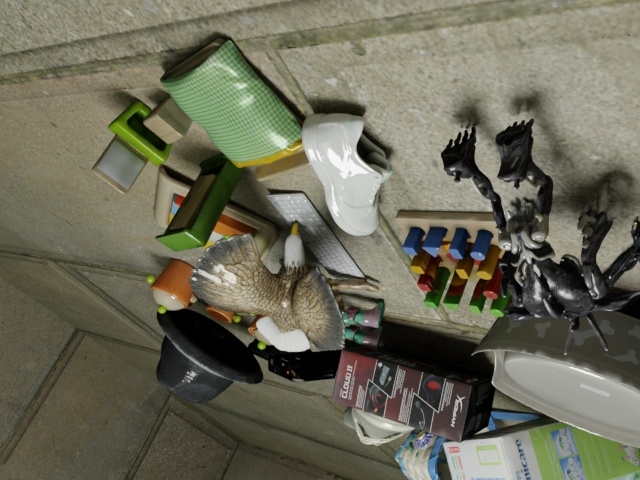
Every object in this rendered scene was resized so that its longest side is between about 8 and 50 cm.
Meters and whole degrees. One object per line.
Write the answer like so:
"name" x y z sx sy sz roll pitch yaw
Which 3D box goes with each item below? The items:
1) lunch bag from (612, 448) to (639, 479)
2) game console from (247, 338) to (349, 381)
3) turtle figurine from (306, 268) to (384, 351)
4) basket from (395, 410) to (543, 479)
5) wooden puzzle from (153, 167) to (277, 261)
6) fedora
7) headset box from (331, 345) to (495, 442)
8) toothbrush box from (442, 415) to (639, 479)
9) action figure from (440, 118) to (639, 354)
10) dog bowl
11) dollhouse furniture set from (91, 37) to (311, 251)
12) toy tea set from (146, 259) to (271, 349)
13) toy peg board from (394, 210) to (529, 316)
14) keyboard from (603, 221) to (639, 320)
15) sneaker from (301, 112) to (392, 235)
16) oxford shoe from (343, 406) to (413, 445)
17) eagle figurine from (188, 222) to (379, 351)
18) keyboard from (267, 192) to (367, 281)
"lunch bag" 0.564 0.520 1.282 0.107 0.279 0.224 29 165 -7
"game console" -0.050 0.276 1.554 0.213 0.044 0.361 1 -179 -30
"turtle figurine" 0.005 0.145 1.277 0.234 0.118 0.175 13 153 13
"basket" 0.326 0.474 1.425 0.288 0.255 0.201 -2 126 43
"wooden puzzle" -0.208 -0.024 1.219 0.238 0.044 0.221 28 155 -5
"fedora" -0.299 0.300 1.593 0.334 0.153 0.334 36 -177 -2
"headset box" 0.177 0.290 1.294 0.293 0.110 0.218 11 179 29
"toothbrush box" 0.409 0.401 1.213 0.283 0.122 0.206 -8 164 -21
"action figure" 0.253 -0.008 0.723 0.164 0.141 0.276 -11 121 49
"dog bowl" 0.406 0.199 0.971 0.348 0.102 0.349 23 162 8
"dollhouse furniture set" -0.171 -0.112 0.889 0.197 0.151 0.301 40 151 -28
"toy tea set" -0.254 0.169 1.535 0.335 0.124 0.200 19 154 13
"toy peg board" 0.197 0.038 0.926 0.161 0.079 0.161 3 147 38
"keyboard" 0.446 0.061 0.797 0.201 0.033 0.317 21 154 10
"sneaker" 0.054 -0.079 0.847 0.094 0.080 0.212 -2 143 25
"oxford shoe" 0.137 0.417 1.519 0.169 0.130 0.449 13 170 -4
"eagle figurine" -0.055 0.082 1.052 0.225 0.226 0.298 63 -165 1
"keyboard" 0.000 0.000 1.109 0.072 0.014 0.256 6 149 36
